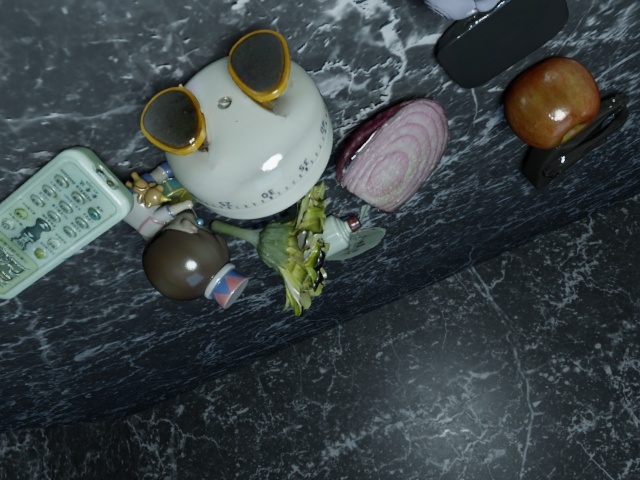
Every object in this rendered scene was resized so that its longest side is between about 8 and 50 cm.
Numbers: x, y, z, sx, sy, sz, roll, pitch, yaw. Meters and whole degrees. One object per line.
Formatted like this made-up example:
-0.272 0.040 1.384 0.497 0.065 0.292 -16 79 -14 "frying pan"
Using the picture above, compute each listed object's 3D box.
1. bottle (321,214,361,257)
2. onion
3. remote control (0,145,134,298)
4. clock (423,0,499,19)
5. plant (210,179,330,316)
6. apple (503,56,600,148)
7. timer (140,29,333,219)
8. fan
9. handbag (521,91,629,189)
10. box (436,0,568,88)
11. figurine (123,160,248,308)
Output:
0.000 0.000 1.202 0.245 0.104 0.104 -27 158 12 "bottle"
0.144 -0.195 0.904 0.247 0.111 0.250 -52 140 10 "onion"
-0.458 -0.023 0.705 0.335 0.065 0.128 -29 115 18 "remote control"
0.160 -0.347 0.490 0.189 0.189 0.254 -35 168 27 "clock"
-0.071 -0.001 0.942 0.297 0.305 0.261 22 168 -25 "plant"
0.493 -0.293 0.918 0.181 0.168 0.181 -24 157 -11 "apple"
-0.095 -0.140 0.614 0.233 0.233 0.240 -25 155 6 "timer"
0.119 -0.015 1.401 0.233 0.012 0.414 -20 159 -9 "fan"
0.737 -0.287 1.255 0.257 0.113 0.285 -32 157 3 "handbag"
0.319 -0.361 0.754 0.212 0.042 0.201 -34 156 28 "box"
-0.239 0.005 0.754 0.161 0.275 0.158 -36 170 39 "figurine"
